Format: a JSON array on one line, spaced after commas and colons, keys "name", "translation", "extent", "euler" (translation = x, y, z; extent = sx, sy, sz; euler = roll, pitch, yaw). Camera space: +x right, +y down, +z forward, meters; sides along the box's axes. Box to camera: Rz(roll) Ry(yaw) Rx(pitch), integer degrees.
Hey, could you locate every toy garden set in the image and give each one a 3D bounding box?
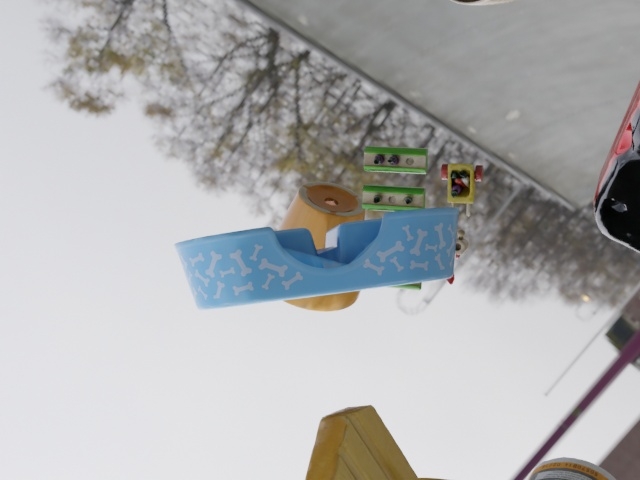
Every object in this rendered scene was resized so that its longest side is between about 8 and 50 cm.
[{"name": "toy garden set", "translation": [0.166, -0.032, 1.650], "extent": [0.204, 0.244, 0.049], "euler": [4, -169, 17]}]

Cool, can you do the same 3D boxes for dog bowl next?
[{"name": "dog bowl", "translation": [0.001, 0.020, 1.009], "extent": [0.297, 0.074, 0.166], "euler": [-6, 178, -8]}]

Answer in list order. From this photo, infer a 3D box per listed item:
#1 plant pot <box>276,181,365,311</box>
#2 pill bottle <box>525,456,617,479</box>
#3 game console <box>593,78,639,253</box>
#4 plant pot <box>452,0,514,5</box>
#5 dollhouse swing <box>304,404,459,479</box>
[{"name": "plant pot", "translation": [0.000, 0.000, 1.843], "extent": [0.205, 0.188, 0.205], "euler": [12, -150, -7]}, {"name": "pill bottle", "translation": [0.308, 0.430, 1.306], "extent": [0.162, 0.162, 0.278], "euler": [39, -141, 10]}, {"name": "game console", "translation": [0.326, -0.009, 0.430], "extent": [0.387, 0.060, 0.342], "euler": [30, 161, 17]}, {"name": "plant pot", "translation": [0.337, -0.528, 1.644], "extent": [0.191, 0.284, 0.284], "euler": [1, -147, -33]}, {"name": "dollhouse swing", "translation": [0.153, 0.331, 0.806], "extent": [0.315, 0.305, 0.347], "euler": [2, -137, 16]}]
